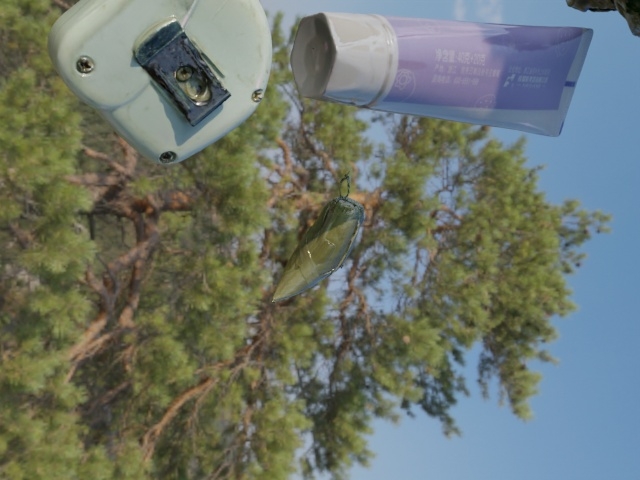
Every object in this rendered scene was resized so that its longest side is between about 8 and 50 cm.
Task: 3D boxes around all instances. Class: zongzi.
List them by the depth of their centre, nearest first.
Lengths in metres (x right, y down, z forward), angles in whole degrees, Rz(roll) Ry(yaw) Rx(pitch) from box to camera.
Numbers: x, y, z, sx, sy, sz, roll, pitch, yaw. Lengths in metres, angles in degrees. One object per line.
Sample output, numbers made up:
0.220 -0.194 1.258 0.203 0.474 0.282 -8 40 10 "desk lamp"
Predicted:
0.000 0.000 0.736 0.062 0.130 0.154 40 -45 16 "zongzi"

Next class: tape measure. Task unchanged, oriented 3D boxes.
-0.173 -0.229 0.727 0.246 0.243 0.125 48 -1 -40 "tape measure"

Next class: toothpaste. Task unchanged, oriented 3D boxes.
0.148 -0.166 0.610 0.080 0.371 0.125 38 -54 50 "toothpaste"

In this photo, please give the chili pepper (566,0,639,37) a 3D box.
0.349 -0.321 0.680 0.148 0.116 0.265 68 15 -48 "chili pepper"
